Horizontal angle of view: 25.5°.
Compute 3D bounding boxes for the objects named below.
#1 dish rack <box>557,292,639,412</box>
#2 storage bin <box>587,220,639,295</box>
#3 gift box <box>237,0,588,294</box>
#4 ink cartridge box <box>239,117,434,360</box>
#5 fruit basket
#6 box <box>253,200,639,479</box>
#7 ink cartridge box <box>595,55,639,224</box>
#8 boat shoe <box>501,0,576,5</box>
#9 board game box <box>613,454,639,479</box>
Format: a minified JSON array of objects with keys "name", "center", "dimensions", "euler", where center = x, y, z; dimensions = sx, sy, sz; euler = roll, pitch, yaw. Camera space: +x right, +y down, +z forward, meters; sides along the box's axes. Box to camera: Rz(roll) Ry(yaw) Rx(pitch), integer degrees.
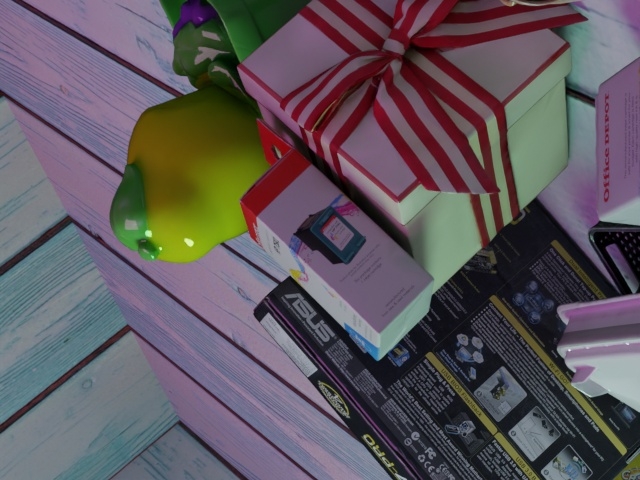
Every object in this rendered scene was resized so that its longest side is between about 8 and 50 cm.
[{"name":"dish rack","center":[0.379,0.151,1.347],"dimensions":[0.285,0.072,0.333],"euler":[32,166,-8]},{"name":"storage bin","center":[0.349,0.013,1.307],"dimensions":[0.122,0.084,0.180],"euler":[56,159,-15]},{"name":"gift box","center":[0.109,-0.125,1.369],"dimensions":[0.276,0.255,0.258],"euler":[36,165,26]},{"name":"ink cartridge box","center":[0.000,0.000,1.360],"dimensions":[0.231,0.078,0.134],"euler":[43,170,13]},{"name":"fruit basket","center":[-0.100,-0.125,1.595],"dimensions":[0.283,0.392,0.392],"euler":[41,161,55]},{"name":"box","center":[0.170,0.123,1.547],"dimensions":[0.395,0.318,0.097],"euler":[49,163,3]},{"name":"ink cartridge box","center":[0.297,-0.092,1.162],"dimensions":[0.175,0.072,0.128],"euler":[141,132,-71]},{"name":"boat shoe","center":[0.175,-0.247,1.122],"dimensions":[0.341,0.110,0.122],"euler":[3,123,54]},{"name":"board game box","center":[0.324,0.303,1.724],"dimensions":[0.316,0.064,0.242],"euler":[25,159,-1]}]
